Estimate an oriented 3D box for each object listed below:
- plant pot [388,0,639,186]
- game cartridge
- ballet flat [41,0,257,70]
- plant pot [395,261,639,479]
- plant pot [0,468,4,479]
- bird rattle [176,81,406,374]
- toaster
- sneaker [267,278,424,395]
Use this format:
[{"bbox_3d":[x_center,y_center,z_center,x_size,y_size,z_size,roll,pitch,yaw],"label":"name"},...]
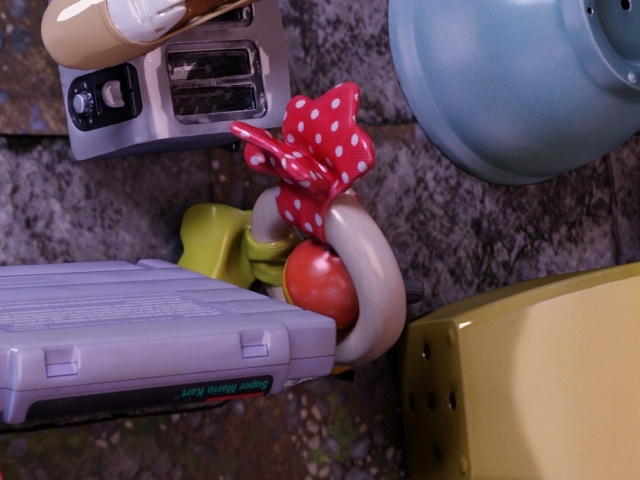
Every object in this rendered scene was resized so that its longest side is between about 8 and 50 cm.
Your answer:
[{"bbox_3d":[0.237,-0.208,1.731,0.293,0.196,0.293,6,81,-37],"label":"plant pot"},{"bbox_3d":[-0.186,0.068,1.316,0.355,0.230,0.068,-2,107,-44],"label":"game cartridge"},{"bbox_3d":[-0.109,-0.196,1.390,0.232,0.073,0.080,-31,102,-36],"label":"ballet flat"},{"bbox_3d":[0.182,0.136,1.641,0.187,0.212,0.212,-4,86,-20],"label":"plant pot"},{"bbox_3d":[-0.320,0.193,1.248,0.191,0.174,0.191,4,83,-39],"label":"plant pot"},{"bbox_3d":[0.000,0.000,1.475,0.143,0.253,0.207,-31,81,-41],"label":"bird rattle"},{"bbox_3d":[-0.119,-0.155,1.495,0.185,0.110,0.168,-8,89,-39],"label":"toaster"},{"bbox_3d":[0.023,0.084,1.614,0.170,0.051,0.089,-5,87,-34],"label":"sneaker"}]
